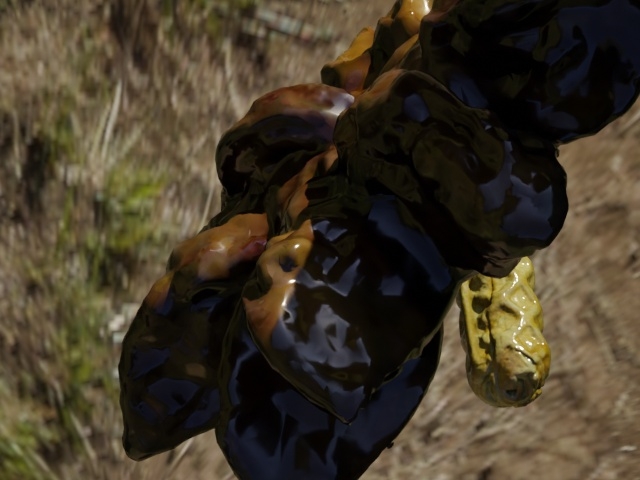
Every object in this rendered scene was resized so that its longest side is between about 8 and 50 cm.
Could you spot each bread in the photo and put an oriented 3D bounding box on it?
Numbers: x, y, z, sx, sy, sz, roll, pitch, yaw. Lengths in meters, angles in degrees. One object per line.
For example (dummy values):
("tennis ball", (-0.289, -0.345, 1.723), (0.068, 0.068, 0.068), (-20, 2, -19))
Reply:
("bread", (0.124, 0.063, 1.293), (0.060, 0.066, 0.110), (16, 49, -30))

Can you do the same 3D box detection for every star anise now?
("star anise", (0.000, 0.003, 0.464), (0.073, 0.234, 0.177), (36, 41, -7))
